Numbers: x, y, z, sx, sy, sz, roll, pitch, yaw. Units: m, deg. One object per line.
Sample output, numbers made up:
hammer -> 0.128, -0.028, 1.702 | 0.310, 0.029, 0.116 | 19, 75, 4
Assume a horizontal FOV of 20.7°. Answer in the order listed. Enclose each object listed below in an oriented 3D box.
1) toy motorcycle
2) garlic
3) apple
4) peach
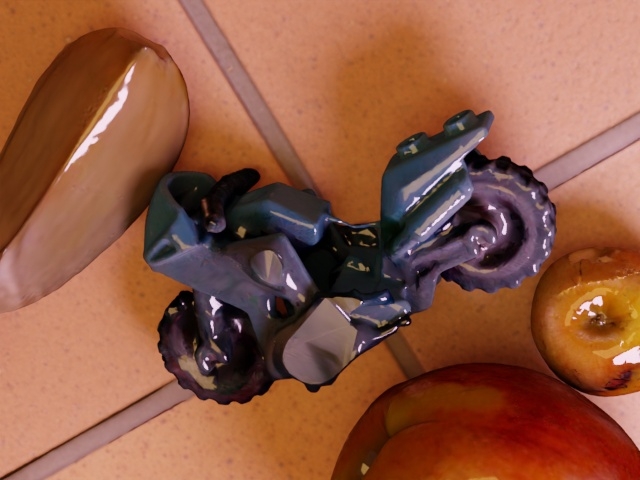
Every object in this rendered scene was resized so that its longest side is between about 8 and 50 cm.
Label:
toy motorcycle -> 0.000, 0.000, 1.614 | 0.416, 0.172, 0.232 | -24, 105, 23
garlic -> -0.258, -0.048, 1.617 | 0.151, 0.196, 0.338 | 38, 82, 8
apple -> 0.264, 0.076, 1.610 | 0.146, 0.146, 0.146 | 2, 104, 9
peach -> 0.165, 0.270, 1.595 | 0.332, 0.308, 0.308 | 38, 107, -9
